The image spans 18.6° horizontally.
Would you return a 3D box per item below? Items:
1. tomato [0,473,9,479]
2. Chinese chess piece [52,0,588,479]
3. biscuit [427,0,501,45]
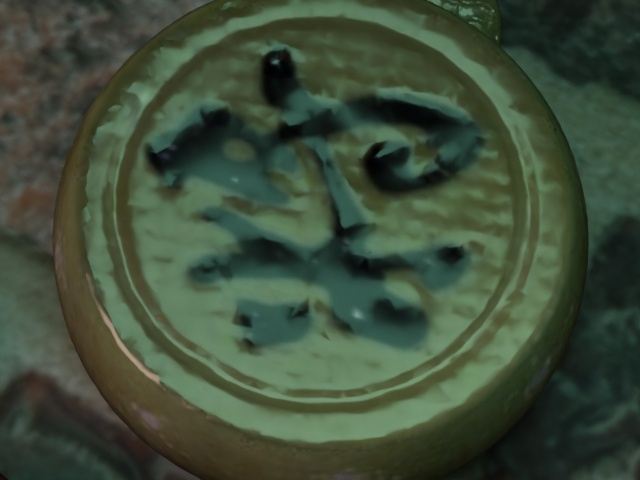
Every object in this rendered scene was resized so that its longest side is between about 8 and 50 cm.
[{"bbox_3d":[-0.190,0.177,0.828,0.151,0.187,0.187,-36,66,24],"label":"tomato"},{"bbox_3d":[0.000,0.000,0.938,0.257,0.104,0.257,1,70,-3],"label":"Chinese chess piece"},{"bbox_3d":[0.040,-0.118,1.047,0.120,0.015,0.120,0,65,-1],"label":"biscuit"}]
